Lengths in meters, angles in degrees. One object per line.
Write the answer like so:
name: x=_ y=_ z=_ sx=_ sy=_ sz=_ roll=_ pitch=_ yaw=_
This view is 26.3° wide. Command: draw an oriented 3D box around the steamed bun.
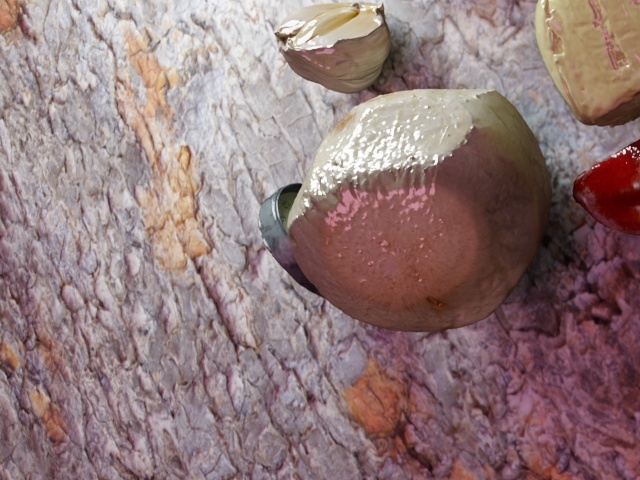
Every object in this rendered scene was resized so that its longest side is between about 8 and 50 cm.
steamed bun: x=0.434 y=-0.296 z=1.855 sx=0.273 sy=0.166 sz=0.232 roll=-36 pitch=74 yaw=42

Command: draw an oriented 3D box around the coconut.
coconut: x=0.145 y=-0.053 z=2.030 sx=0.415 sy=0.415 sz=0.345 roll=16 pitch=115 yaw=42

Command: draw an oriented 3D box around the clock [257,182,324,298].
clock: x=0.000 y=0.000 z=2.258 sx=0.049 sy=0.226 sz=0.226 roll=-45 pitch=63 yaw=29

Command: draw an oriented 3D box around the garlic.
garlic: x=0.024 y=-0.312 z=2.264 sx=0.229 sy=0.178 sz=0.143 roll=46 pitch=156 yaw=54

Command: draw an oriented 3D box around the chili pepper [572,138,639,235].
chili pepper: x=0.459 y=-0.071 z=1.912 sx=0.144 sy=0.136 sz=0.252 roll=41 pitch=147 yaw=-19
